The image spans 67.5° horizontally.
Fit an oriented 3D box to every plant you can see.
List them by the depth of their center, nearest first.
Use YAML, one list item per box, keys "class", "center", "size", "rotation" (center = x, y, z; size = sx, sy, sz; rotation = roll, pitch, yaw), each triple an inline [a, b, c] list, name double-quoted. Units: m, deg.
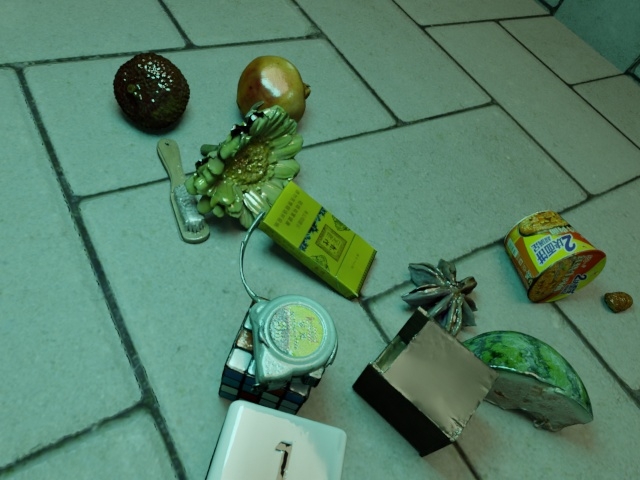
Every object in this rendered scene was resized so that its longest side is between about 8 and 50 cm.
- class: "plant"
  center: [-0.178, -0.213, 1.126]
  size: [0.305, 0.261, 0.297]
  rotation: [-4, 51, -41]

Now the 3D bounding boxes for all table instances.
- class: "table"
  center: [0.196, 0.277, 0.940]
  size: [0.193, 0.172, 0.169]
  rotation: [40, 60, 15]

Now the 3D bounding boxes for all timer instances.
- class: "timer"
  center: [-0.084, 0.391, 0.746]
  size: [0.194, 0.192, 0.195]
  rotation: [17, 51, -6]

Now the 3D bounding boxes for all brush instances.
- class: "brush"
  center: [-0.337, -0.139, 1.150]
  size: [0.069, 0.065, 0.328]
  rotation: [-12, 58, -23]

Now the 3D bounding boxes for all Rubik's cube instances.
- class: "Rubik's cube"
  center: [-0.089, 0.224, 0.900]
  size: [0.154, 0.151, 0.155]
  rotation: [21, 50, -1]

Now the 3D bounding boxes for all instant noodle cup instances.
- class: "instant noodle cup"
  center: [0.595, 0.034, 1.255]
  size: [0.213, 0.213, 0.174]
  rotation: [-2, 47, -20]

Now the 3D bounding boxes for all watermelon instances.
- class: "watermelon"
  center: [0.417, 0.289, 1.040]
  size: [0.305, 0.180, 0.224]
  rotation: [22, 6, 3]

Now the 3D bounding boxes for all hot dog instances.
- class: "hot dog"
  center: [0.822, 0.167, 1.329]
  size: [0.083, 0.035, 0.058]
  rotation: [-3, 55, -21]

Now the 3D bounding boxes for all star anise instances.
- class: "star anise"
  center: [0.290, 0.138, 1.141]
  size: [0.229, 0.093, 0.237]
  rotation: [9, 56, -20]

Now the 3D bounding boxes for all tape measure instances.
- class: "tape measure"
  center: [-0.063, 0.097, 0.851]
  size: [0.163, 0.084, 0.331]
  rotation: [5, 55, -19]

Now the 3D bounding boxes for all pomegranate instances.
- class: "pomegranate"
  center: [-0.136, -0.411, 1.333]
  size: [0.209, 0.209, 0.209]
  rotation: [9, 52, -12]

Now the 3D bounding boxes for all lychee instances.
- class: "lychee"
  center: [-0.428, -0.384, 1.229]
  size: [0.194, 0.194, 0.195]
  rotation: [9, 52, -12]

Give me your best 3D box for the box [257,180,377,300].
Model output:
- class: "box"
  center: [-0.001, -0.001, 1.119]
  size: [0.279, 0.041, 0.153]
  rotation: [38, 48, -12]
